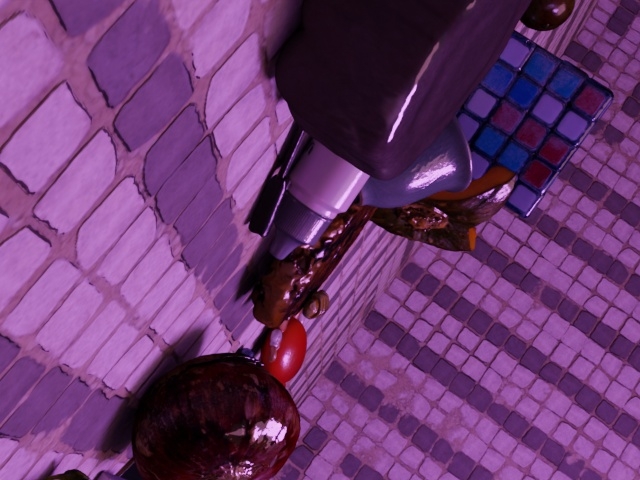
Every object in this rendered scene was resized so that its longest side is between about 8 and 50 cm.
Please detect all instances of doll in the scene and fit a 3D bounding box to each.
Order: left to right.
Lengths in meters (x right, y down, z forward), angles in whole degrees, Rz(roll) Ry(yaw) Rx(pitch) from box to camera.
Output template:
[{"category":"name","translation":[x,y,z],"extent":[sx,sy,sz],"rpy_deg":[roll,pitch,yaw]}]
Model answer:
[{"category":"doll","translation":[-0.067,0.196,1.688],"extent":[0.183,0.085,0.217],"rpy_deg":[-42,147,-56]}]

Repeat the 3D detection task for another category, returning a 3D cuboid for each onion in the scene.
[{"category":"onion","translation":[-0.153,0.265,1.203],"extent":[0.246,0.190,0.246],"rpy_deg":[-21,141,-18]}]

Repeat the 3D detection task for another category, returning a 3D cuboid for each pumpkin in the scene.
[{"category":"pumpkin","translation":[0.210,-0.068,1.623],"extent":[0.290,0.258,0.095],"rpy_deg":[95,11,-67]}]

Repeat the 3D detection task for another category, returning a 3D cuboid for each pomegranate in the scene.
[{"category":"pomegranate","translation":[0.454,-0.492,1.727],"extent":[0.130,0.130,0.130],"rpy_deg":[-52,170,-14]}]

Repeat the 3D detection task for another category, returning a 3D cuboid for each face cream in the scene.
[{"category":"face cream","translation":[0.026,-0.105,1.085],"extent":[0.311,0.092,0.092],"rpy_deg":[-57,169,10]}]

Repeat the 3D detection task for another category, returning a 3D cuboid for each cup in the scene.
[{"category":"cup","translation":[0.094,-0.119,1.187],"extent":[0.150,0.199,0.199],"rpy_deg":[-32,164,-15]}]

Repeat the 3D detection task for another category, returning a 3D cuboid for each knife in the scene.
[{"category":"knife","translation":[-0.034,-0.104,1.026],"extent":[0.230,0.028,0.060],"rpy_deg":[-64,178,33]}]

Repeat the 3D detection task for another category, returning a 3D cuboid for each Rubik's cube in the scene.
[{"category":"Rubik's cube","translation":[0.390,-0.251,1.707],"extent":[0.287,0.292,0.293],"rpy_deg":[-57,171,18]}]

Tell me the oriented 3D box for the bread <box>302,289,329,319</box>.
[{"category":"bread","translation":[-0.005,0.106,1.382],"extent":[0.049,0.034,0.088],"rpy_deg":[-60,173,1]}]

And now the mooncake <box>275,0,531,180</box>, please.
[{"category":"mooncake","translation":[0.092,-0.215,0.852],"extent":[0.306,0.154,0.306],"rpy_deg":[-53,171,-13]}]

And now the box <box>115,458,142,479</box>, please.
[{"category":"box","translation":[-0.271,0.402,1.401],"extent":[0.201,0.090,0.144],"rpy_deg":[-43,166,-49]}]

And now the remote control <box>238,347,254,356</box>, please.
[{"category":"remote control","translation":[-0.148,0.237,1.597],"extent":[0.043,0.027,0.152],"rpy_deg":[-56,173,-26]}]

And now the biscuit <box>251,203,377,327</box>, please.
[{"category":"biscuit","translation":[-0.002,0.003,1.343],"extent":[0.334,0.081,0.289],"rpy_deg":[-44,170,-50]}]

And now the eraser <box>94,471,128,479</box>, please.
[{"category":"eraser","translation":[-0.331,0.416,1.243],"extent":[0.150,0.023,0.104],"rpy_deg":[-52,142,-7]}]

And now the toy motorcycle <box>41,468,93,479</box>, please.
[{"category":"toy motorcycle","translation":[-0.296,0.349,0.907],"extent":[0.142,0.206,0.342],"rpy_deg":[-23,159,3]}]
